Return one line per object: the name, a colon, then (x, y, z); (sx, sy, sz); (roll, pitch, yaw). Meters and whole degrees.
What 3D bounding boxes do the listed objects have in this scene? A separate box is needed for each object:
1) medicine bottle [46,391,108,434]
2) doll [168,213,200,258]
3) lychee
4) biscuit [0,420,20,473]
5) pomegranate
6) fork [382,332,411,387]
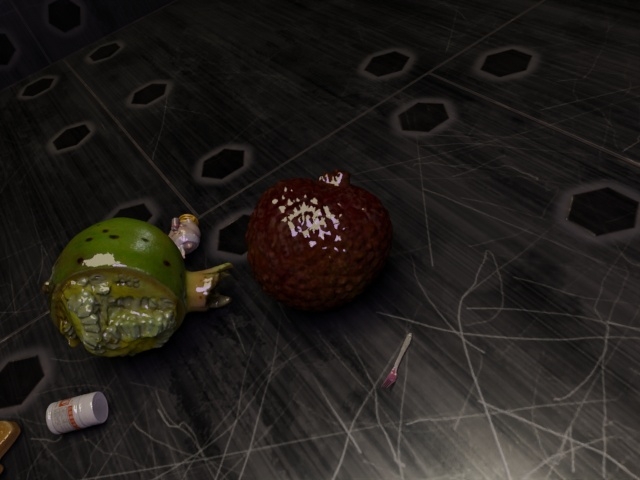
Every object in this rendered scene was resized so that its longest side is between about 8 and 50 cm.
medicine bottle: (-0.426, 0.302, 1.031); (0.089, 0.057, 0.057); (-15, 44, 5)
doll: (-0.300, -0.011, 1.276); (0.073, 0.084, 0.127); (-13, 36, 9)
lychee: (0.000, 0.000, 1.048); (0.260, 0.261, 0.261); (-11, 44, 10)
biscuit: (-0.631, 0.411, 1.013); (0.212, 0.041, 0.239); (-15, 42, -1)
pomegranate: (-0.329, 0.087, 1.086); (0.340, 0.260, 0.260); (-1, 38, -23)
fork: (0.128, 0.197, 0.964); (0.016, 0.012, 0.115); (12, 47, 25)
